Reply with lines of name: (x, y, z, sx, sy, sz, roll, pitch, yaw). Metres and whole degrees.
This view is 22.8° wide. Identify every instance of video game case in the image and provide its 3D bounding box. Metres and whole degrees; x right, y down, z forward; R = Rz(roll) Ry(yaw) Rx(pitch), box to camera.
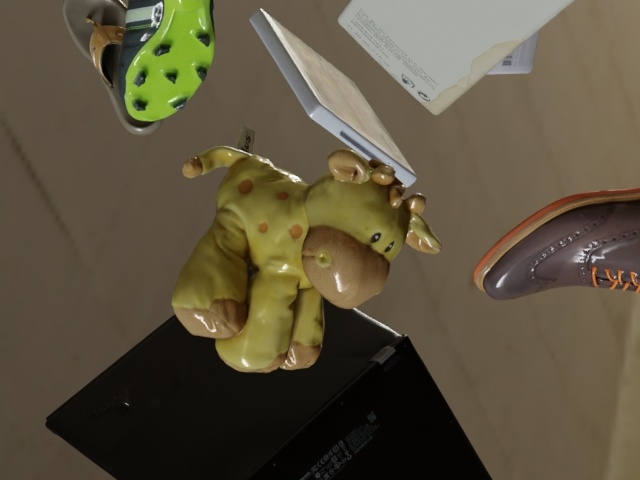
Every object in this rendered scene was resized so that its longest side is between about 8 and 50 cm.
video game case: (0.014, -0.162, 1.813, 0.183, 0.023, 0.201, 34, -161, -43)

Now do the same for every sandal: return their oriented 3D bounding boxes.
sandal: (-0.225, -0.201, 1.752, 0.049, 0.072, 0.180, -93, -22, -88)

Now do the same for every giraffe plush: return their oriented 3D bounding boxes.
giraffe plush: (0.000, 0.000, 1.277, 0.181, 0.170, 0.210, 4, -97, -54)

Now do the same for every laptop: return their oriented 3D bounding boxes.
laptop: (-0.052, 0.277, 1.994, 0.382, 0.236, 0.408, -39, -74, -28)

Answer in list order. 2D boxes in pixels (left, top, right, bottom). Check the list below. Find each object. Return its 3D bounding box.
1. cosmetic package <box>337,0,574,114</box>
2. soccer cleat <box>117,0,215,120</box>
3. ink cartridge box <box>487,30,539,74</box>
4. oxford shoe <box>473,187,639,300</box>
cosmetic package: (0.130, -0.207, 1.067, 0.160, 0.113, 0.309, -47, 3, -14)
soccer cleat: (-0.098, -0.157, 1.018, 0.072, 0.060, 0.179, -114, 29, -42)
ink cartridge box: (0.140, -0.220, 1.562, 0.180, 0.060, 0.104, -6, -68, -44)
oxford shoe: (0.277, 0.009, 1.490, 0.097, 0.271, 0.098, 51, -160, -58)
